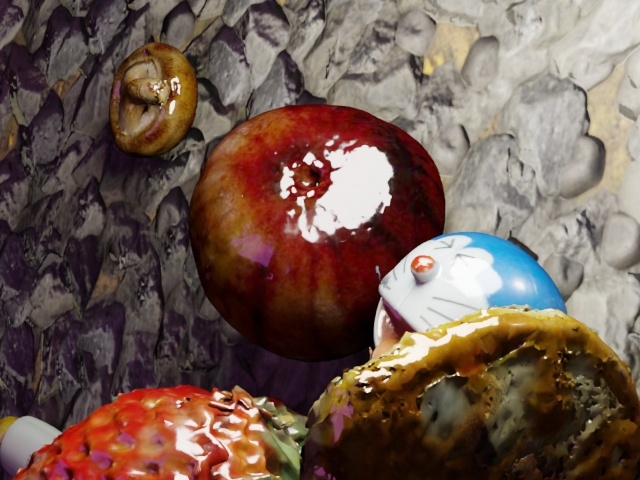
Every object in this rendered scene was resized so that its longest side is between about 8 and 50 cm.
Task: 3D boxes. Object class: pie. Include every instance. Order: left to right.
[{"bbox_3d":[0.121,0.172,1.461,0.085,0.308,0.308,26,97,58],"label":"pie"}]

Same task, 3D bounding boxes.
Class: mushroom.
[{"bbox_3d":[-0.185,-0.150,2.077,0.127,0.087,0.127,-20,61,40],"label":"mushroom"}]

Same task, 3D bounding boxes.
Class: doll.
[{"bbox_3d":[0.093,0.113,1.600,0.257,0.161,0.215,-65,22,13],"label":"doll"}]

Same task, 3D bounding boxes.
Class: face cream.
[{"bbox_3d":[-0.296,0.238,2.094,0.182,0.051,0.072,21,94,50],"label":"face cream"}]

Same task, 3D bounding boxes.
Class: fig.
[{"bbox_3d":[0.000,-0.007,1.724,0.235,0.214,0.235,-12,34,9],"label":"fig"}]

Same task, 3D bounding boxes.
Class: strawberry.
[{"bbox_3d":[-0.145,0.264,1.697,0.351,0.312,0.267,-28,37,33],"label":"strawberry"}]
